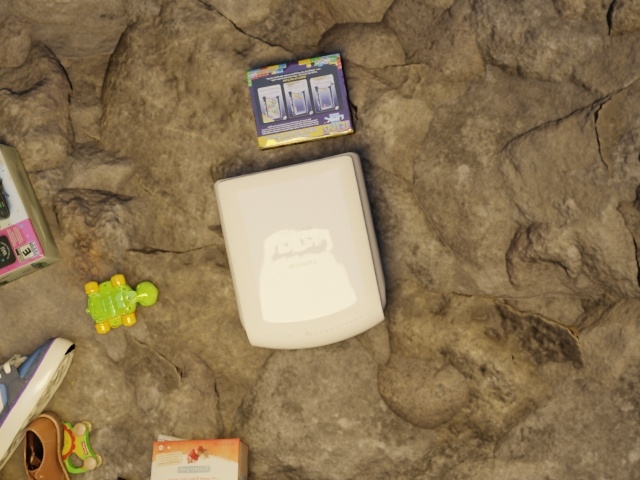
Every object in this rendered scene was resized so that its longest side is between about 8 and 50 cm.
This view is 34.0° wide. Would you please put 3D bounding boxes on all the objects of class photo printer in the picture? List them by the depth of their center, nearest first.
[{"bbox_3d":[-0.029,0.026,1.764,0.256,0.107,0.308,-11,88,4],"label":"photo printer"}]

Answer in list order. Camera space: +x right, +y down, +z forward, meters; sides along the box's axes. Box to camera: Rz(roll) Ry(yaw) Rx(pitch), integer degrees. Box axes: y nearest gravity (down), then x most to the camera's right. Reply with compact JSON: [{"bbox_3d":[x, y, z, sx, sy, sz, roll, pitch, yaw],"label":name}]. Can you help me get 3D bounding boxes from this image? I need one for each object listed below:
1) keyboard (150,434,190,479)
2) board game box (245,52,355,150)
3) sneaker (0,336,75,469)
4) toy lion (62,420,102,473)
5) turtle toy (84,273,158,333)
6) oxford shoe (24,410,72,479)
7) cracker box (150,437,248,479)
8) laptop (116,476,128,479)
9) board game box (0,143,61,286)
[{"bbox_3d":[-0.275,0.476,1.858,0.072,0.014,0.256,10,90,0],"label":"keyboard"},{"bbox_3d":[-0.035,-0.241,1.834,0.170,0.048,0.141,-9,90,4],"label":"board game box"},{"bbox_3d":[-0.606,0.254,1.831,0.236,0.130,0.323,34,97,1],"label":"sneaker"},{"bbox_3d":[-0.448,0.368,1.867,0.096,0.034,0.100,-19,87,11],"label":"toy lion"},{"bbox_3d":[-0.350,0.107,1.844,0.130,0.066,0.095,-16,87,4],"label":"turtle toy"},{"bbox_3d":[-0.486,0.411,1.833,0.076,0.076,0.212,-3,102,19],"label":"oxford shoe"},{"bbox_3d":[-0.206,0.453,1.752,0.155,0.067,0.232,-5,67,11],"label":"cracker box"},{"bbox_3d":[-0.320,0.579,1.768,0.234,0.136,0.264,23,99,20],"label":"laptop"},{"bbox_3d":[-0.649,-0.009,1.860,0.303,0.097,0.224,-24,86,5],"label":"board game box"}]
